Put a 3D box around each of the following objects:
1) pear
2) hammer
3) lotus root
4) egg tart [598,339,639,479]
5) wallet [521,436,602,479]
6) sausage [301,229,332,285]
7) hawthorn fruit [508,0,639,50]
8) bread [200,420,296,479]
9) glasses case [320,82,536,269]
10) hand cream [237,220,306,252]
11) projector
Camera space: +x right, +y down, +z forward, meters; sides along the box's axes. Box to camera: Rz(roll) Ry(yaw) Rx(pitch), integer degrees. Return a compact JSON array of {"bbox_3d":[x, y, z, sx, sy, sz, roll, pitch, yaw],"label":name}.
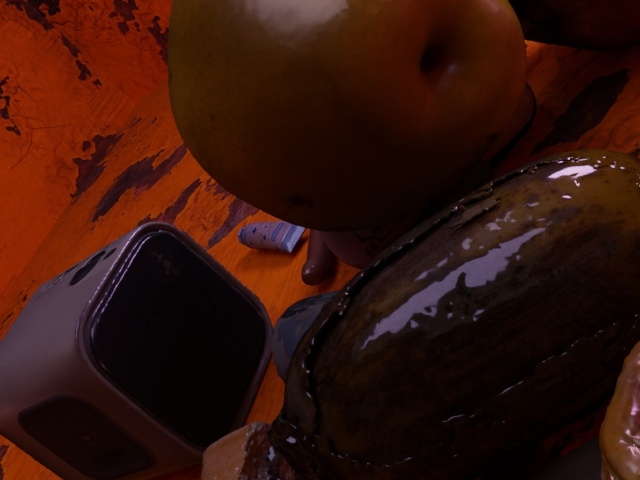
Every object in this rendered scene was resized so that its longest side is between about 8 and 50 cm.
[{"bbox_3d":[0.014,-0.190,0.977,0.362,0.362,0.418,-50,29,-10],"label":"pear"},{"bbox_3d":[0.099,0.033,0.990,0.206,0.119,0.335,-11,34,54],"label":"hammer"},{"bbox_3d":[0.125,0.077,0.739,0.397,0.179,0.196,-36,62,10],"label":"lotus root"},{"bbox_3d":[0.290,0.107,0.494,0.295,0.116,0.295,-40,20,18],"label":"egg tart"},{"bbox_3d":[0.181,0.220,0.600,0.110,0.031,0.198,-37,24,22],"label":"wallet"},{"bbox_3d":[0.000,0.000,1.284,0.043,0.043,0.186,-33,29,28],"label":"sausage"},{"bbox_3d":[0.284,-0.392,1.056,0.403,0.403,0.403,-38,23,19],"label":"hawthorn fruit"},{"bbox_3d":[-0.075,0.253,0.940,0.106,0.082,0.125,-41,30,40],"label":"bread"},{"bbox_3d":[0.129,-0.093,1.139,0.314,0.075,0.122,-43,54,5],"label":"glasses case"},{"bbox_3d":[-0.075,-0.007,1.444,0.170,0.043,0.065,1,56,55],"label":"hand cream"},{"bbox_3d":[-0.244,0.154,1.182,0.249,0.248,0.248,-26,29,40],"label":"projector"}]
